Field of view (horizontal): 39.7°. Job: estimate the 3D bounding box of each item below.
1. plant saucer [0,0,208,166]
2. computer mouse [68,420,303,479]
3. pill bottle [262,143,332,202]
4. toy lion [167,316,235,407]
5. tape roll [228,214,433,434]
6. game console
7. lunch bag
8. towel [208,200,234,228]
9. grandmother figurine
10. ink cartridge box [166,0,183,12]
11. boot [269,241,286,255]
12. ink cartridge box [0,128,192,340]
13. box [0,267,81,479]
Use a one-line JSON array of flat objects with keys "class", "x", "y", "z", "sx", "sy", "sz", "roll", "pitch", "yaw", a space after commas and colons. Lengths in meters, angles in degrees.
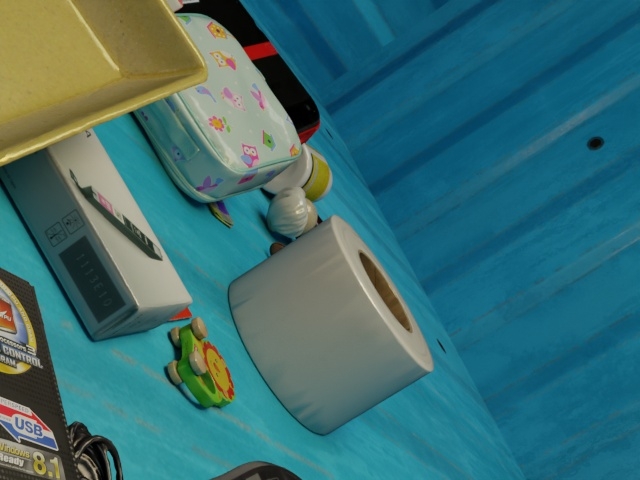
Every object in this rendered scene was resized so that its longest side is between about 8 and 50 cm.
[{"class": "plant saucer", "x": -0.292, "y": -0.215, "z": 0.719, "sx": 0.333, "sy": 0.081, "sz": 0.333, "roll": 56, "pitch": 37, "yaw": -4}, {"class": "computer mouse", "x": -0.088, "y": 0.227, "z": 0.642, "sx": 0.272, "sy": 0.072, "sz": 0.188, "roll": 17, "pitch": 41, "yaw": -55}, {"class": "pill bottle", "x": -0.049, "y": -0.136, "z": 1.760, "sx": 0.119, "sy": 0.119, "sz": 0.208, "roll": 59, "pitch": 11, "yaw": 13}, {"class": "toy lion", "x": -0.115, "y": 0.133, "z": 0.894, "sx": 0.096, "sy": 0.034, "sz": 0.100, "roll": 60, "pitch": 8, "yaw": -26}, {"class": "tape roll", "x": 0.017, "y": 0.110, "z": 1.174, "sx": 0.246, "sy": 0.169, "sz": 0.246, "roll": 54, "pitch": 11, "yaw": -16}, {"class": "game console", "x": -0.173, "y": -0.286, "z": 1.520, "sx": 0.342, "sy": 0.060, "sz": 0.386, "roll": 53, "pitch": 30, "yaw": 1}, {"class": "lunch bag", "x": -0.172, "y": -0.195, "z": 1.274, "sx": 0.279, "sy": 0.108, "sz": 0.224, "roll": 56, "pitch": 35, "yaw": 5}, {"class": "towel", "x": -0.158, "y": -0.061, "z": 1.328, "sx": 0.060, "sy": 0.009, "sz": 0.083, "roll": 43, "pitch": 17, "yaw": -56}, {"class": "grandmother figurine", "x": 0.000, "y": 0.000, "z": 1.641, "sx": 0.208, "sy": 0.104, "sz": 0.342, "roll": 53, "pitch": 4, "yaw": 34}, {"class": "ink cartridge box", "x": -0.290, "y": -0.360, "z": 1.206, "sx": 0.092, "sy": 0.158, "sz": 0.218, "roll": 52, "pitch": 11, "yaw": -46}, {"class": "boot", "x": -0.061, "y": 0.051, "z": 1.380, "sx": 0.106, "sy": 0.037, "sz": 0.114, "roll": 56, "pitch": 15, "yaw": 6}, {"class": "ink cartridge box", "x": -0.215, "y": -0.041, "z": 0.871, "sx": 0.275, "sy": 0.060, "sz": 0.239, "roll": 58, "pitch": 12, "yaw": 7}, {"class": "box", "x": -0.233, "y": 0.071, "z": 0.434, "sx": 0.270, "sy": 0.060, "sz": 0.216, "roll": 43, "pitch": 18, "yaw": -54}]
